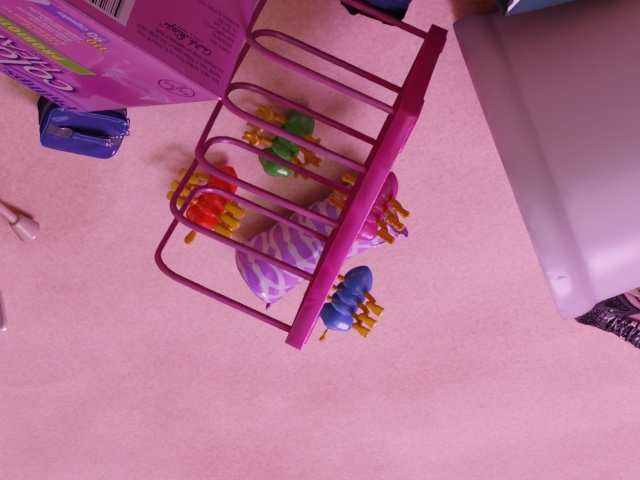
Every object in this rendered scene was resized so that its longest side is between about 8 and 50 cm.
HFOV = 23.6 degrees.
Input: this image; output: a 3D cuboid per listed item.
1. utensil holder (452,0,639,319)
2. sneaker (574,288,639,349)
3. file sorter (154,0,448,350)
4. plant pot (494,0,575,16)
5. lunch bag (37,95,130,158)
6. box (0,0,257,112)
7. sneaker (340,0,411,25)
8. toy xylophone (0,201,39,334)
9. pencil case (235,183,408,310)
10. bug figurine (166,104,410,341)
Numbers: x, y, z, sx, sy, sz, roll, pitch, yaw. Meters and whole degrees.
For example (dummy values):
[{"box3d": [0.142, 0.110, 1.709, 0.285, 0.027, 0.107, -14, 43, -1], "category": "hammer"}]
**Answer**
[{"box3d": [0.369, -0.136, 1.554, 0.386, 0.327, 0.327, -20, 140, 7], "category": "utensil holder"}, {"box3d": [0.422, 0.111, 2.044, 0.178, 0.077, 0.072, 8, 136, -20], "category": "sneaker"}, {"box3d": [-0.026, -0.087, 1.516, 0.182, 0.202, 0.290, 25, 122, -2], "category": "file sorter"}, {"box3d": [0.264, -0.333, 1.419, 0.234, 0.165, 0.165, -9, 141, -15], "category": "plant pot"}, {"box3d": [-0.248, -0.126, 1.621, 0.098, 0.065, 0.067, 10, 136, -22], "category": "lunch bag"}, {"box3d": [-0.221, -0.218, 1.389, 0.243, 0.117, 0.213, 3, 159, 47], "category": "box"}, {"box3d": [0.092, -0.258, 1.542, 0.152, 0.058, 0.084, -2, 134, -3], "category": "sneaker"}, {"box3d": [-0.468, 0.009, 1.721, 0.236, 0.081, 0.323, -31, 136, 23], "category": "toy xylophone"}, {"box3d": [0.000, 0.000, 1.808, 0.206, 0.086, 0.088, -26, 114, 20], "category": "pencil case"}, {"box3d": [-0.021, -0.025, 1.722, 0.279, 0.072, 0.216, 37, 114, 3], "category": "bug figurine"}]
